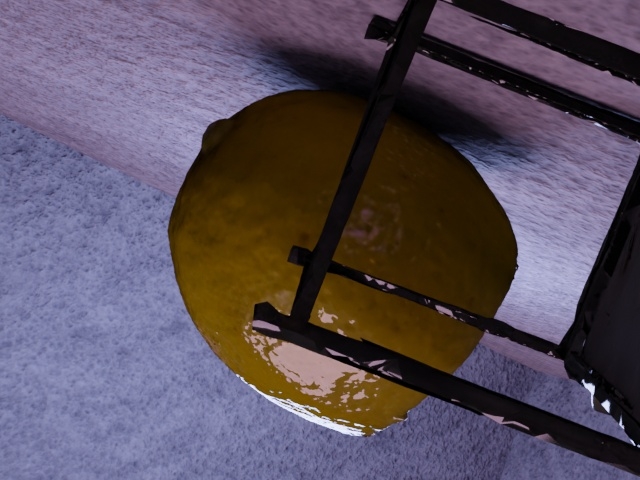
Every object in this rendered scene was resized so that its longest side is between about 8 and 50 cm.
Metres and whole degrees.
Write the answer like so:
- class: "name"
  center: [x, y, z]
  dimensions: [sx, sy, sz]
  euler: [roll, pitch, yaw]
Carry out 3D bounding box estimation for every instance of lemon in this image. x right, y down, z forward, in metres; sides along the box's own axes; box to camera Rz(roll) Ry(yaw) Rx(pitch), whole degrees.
- class: "lemon"
  center: [0.000, 0.000, 1.109]
  dimensions: [0.364, 0.364, 0.364]
  euler: [21, 172, 3]

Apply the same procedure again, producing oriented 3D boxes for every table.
- class: "table"
  center: [0.127, -0.021, 0.721]
  dimensions: [0.272, 0.222, 0.335]
  euler: [20, -175, -1]

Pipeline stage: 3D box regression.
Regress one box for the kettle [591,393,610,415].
- class: "kettle"
  center: [0.412, 0.099, 0.899]
  dimensions: [0.324, 0.229, 0.321]
  euler: [14, -160, 22]
